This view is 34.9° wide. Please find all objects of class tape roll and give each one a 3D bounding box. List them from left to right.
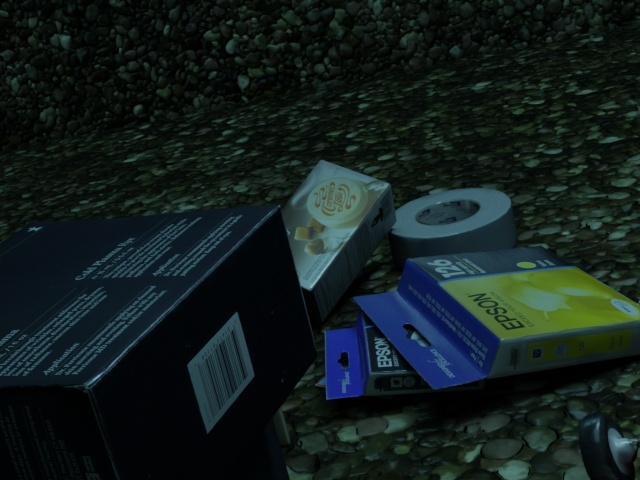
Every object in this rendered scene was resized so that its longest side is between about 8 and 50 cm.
[{"bbox_3d":[0.226,-0.018,1.761,0.219,0.072,0.219,-12,20,4],"label":"tape roll"}]

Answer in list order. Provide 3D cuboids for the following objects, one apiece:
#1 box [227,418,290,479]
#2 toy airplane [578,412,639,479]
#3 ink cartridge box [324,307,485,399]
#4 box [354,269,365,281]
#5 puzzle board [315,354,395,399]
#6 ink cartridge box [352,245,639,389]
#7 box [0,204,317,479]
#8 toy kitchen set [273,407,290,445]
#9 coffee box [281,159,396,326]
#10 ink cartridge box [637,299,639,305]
[{"bbox_3d":[-0.246,0.301,1.037,0.396,0.211,0.293,-11,20,8],"label":"box"},{"bbox_3d":[0.357,0.253,0.789,0.385,0.272,0.386,-8,-18,-14],"label":"toy airplane"},{"bbox_3d":[0.108,0.147,1.404,0.208,0.045,0.206,-4,21,0],"label":"ink cartridge box"},{"bbox_3d":[0.003,0.028,1.783,0.126,0.072,0.137,-14,21,0],"label":"box"},{"bbox_3d":[0.070,0.184,1.422,0.128,0.011,0.096,3,26,38],"label":"puzzle board"},{"bbox_3d":[0.237,0.090,1.390,0.307,0.072,0.303,-4,20,-18],"label":"ink cartridge box"},{"bbox_3d":[-0.220,0.118,0.943,0.313,0.178,0.343,-2,23,26],"label":"box"},{"bbox_3d":[-0.159,0.238,1.272,0.207,0.122,0.166,-8,21,16],"label":"toy kitchen set"},{"bbox_3d":[0.000,0.000,1.659,0.141,0.098,0.246,22,57,27],"label":"coffee box"},{"bbox_3d":[0.467,0.086,1.398,0.083,0.028,0.048,-3,23,28],"label":"ink cartridge box"}]
